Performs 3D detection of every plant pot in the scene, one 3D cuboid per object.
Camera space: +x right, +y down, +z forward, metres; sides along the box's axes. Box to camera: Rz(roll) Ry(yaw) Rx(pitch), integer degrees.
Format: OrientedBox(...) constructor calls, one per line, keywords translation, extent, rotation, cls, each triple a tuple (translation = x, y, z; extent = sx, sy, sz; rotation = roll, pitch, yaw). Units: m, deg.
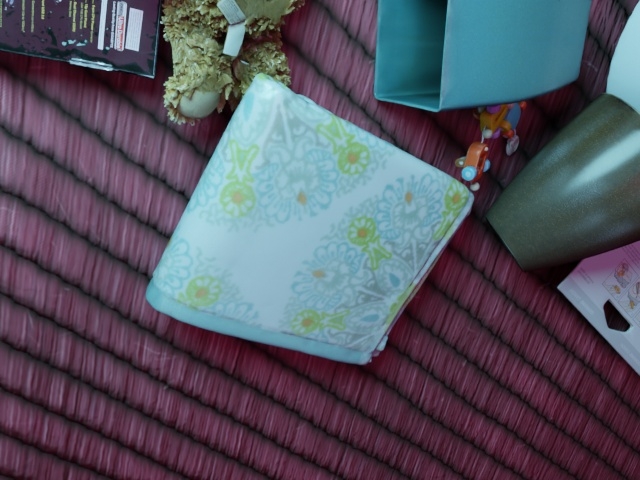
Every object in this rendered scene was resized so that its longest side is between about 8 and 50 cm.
OrientedBox(translation=(0.213, -0.261, 0.704), extent=(0.234, 0.165, 0.166), rotation=(-7, 111, -20), cls="plant pot")
OrientedBox(translation=(0.371, -0.057, 0.812), extent=(0.230, 0.215, 0.215), rotation=(-35, 115, 15), cls="plant pot")

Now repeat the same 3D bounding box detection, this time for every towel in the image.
OrientedBox(translation=(0.000, 0.000, 0.747), extent=(0.374, 0.090, 0.321), rotation=(20, 107, -32), cls="towel")

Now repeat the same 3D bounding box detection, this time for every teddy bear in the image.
OrientedBox(translation=(-0.104, -0.288, 0.600), extent=(0.245, 0.113, 0.338), rotation=(-30, 140, -21), cls="teddy bear")

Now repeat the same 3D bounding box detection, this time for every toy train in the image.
OrientedBox(translation=(0.239, -0.150, 0.786), extent=(0.166, 0.046, 0.125), rotation=(-33, 137, -44), cls="toy train")

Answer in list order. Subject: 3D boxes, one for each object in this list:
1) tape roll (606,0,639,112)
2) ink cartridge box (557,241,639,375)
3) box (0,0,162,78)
OrientedBox(translation=(0.550, -0.266, 0.780), extent=(0.286, 0.100, 0.286), rotation=(-17, 128, -23), cls="tape roll")
OrientedBox(translation=(0.561, 0.056, 0.964), extent=(0.296, 0.066, 0.261), rotation=(41, 94, -24), cls="ink cartridge box")
OrientedBox(translation=(-0.289, -0.355, 0.574), extent=(0.257, 0.079, 0.322), rotation=(4, 108, -19), cls="box")
